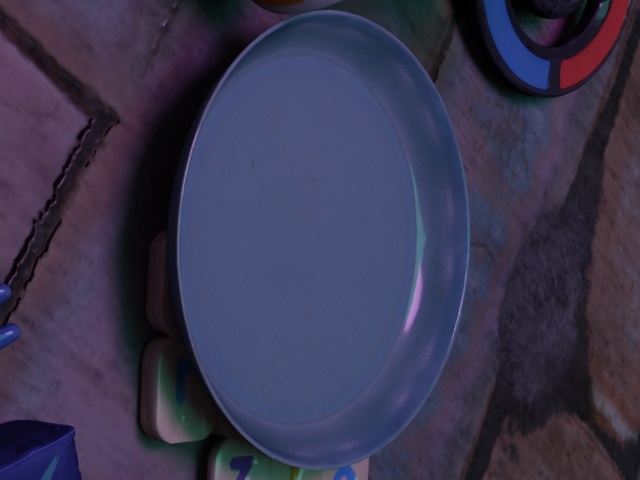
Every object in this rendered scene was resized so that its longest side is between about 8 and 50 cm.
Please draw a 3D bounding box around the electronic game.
[{"bbox_3d":[0.205,-0.238,1.244,0.229,0.048,0.229,-12,108,-42],"label":"electronic game"}]

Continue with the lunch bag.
[{"bbox_3d":[-0.182,0.149,0.807,0.098,0.067,0.065,-24,108,-46],"label":"lunch bag"}]

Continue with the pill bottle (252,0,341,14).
[{"bbox_3d":[-0.057,-0.280,0.878,0.272,0.152,0.152,47,57,-40],"label":"pill bottle"}]

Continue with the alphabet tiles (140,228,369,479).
[{"bbox_3d":[-0.019,0.068,1.033,0.284,0.021,0.277,3,89,-50],"label":"alphabet tiles"}]

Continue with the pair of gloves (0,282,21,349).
[{"bbox_3d":[-0.245,0.027,0.765,0.159,0.023,0.198,-42,122,-41],"label":"pair of gloves"}]

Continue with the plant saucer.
[{"bbox_3d":[0.000,0.000,1.004,0.318,0.044,0.317,-1,91,-50],"label":"plant saucer"}]
